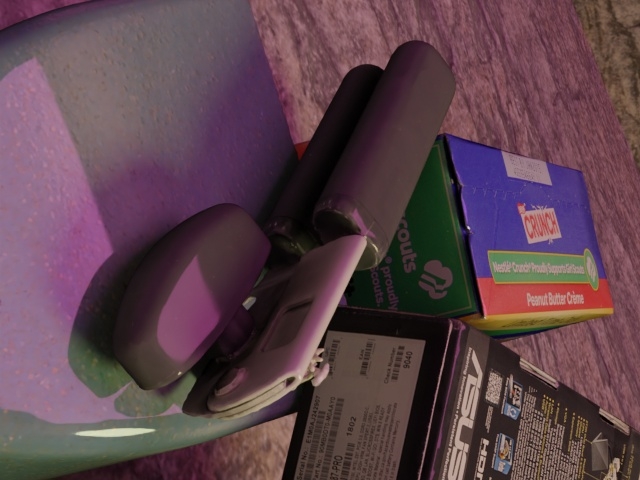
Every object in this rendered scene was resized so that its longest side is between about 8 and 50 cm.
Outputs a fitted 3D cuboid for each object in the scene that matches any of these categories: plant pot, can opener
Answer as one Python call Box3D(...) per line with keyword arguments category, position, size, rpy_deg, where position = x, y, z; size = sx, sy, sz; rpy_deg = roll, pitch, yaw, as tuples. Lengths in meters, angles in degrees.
Box3D(category="plant pot", position=(-0.167, 0.018, 0.707), size=(0.252, 0.247, 0.247), rpy_deg=(-19, 91, -59))
Box3D(category="can opener", position=(-0.003, -0.019, 0.681), size=(0.093, 0.074, 0.280), rpy_deg=(54, 40, -21))

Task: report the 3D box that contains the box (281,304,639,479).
Box3D(category="box", position=(0.073, 0.267, 0.753), size=(0.318, 0.097, 0.394), rpy_deg=(29, 69, -50))

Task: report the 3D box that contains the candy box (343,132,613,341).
Box3D(category="candy box", position=(0.010, 0.035, 0.935), size=(0.268, 0.317, 0.122), rpy_deg=(6, 69, -61))

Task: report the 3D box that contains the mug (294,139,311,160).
Box3D(category="mug", position=(0.001, 0.001, 1.213), size=(0.113, 0.150, 0.169), rpy_deg=(147, -68, -80))
